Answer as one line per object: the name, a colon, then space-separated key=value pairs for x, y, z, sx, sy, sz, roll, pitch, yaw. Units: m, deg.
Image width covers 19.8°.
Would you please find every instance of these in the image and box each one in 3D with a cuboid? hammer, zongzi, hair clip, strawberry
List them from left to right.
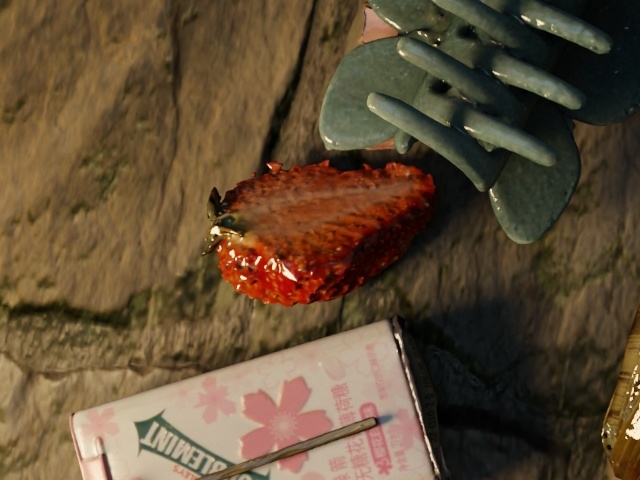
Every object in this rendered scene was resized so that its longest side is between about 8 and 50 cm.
hammer: x=-0.080 y=0.230 z=1.823 sx=0.292 sy=0.029 sz=0.058 roll=-20 pitch=80 yaw=4
strawberry: x=-0.001 y=0.005 z=1.916 sx=0.236 sy=0.106 sz=0.175 roll=6 pitch=46 yaw=10
hair clip: x=0.177 y=-0.195 z=1.789 sx=0.392 sy=0.238 sz=0.318 roll=29 pitch=83 yaw=0
zongzi: x=0.388 y=0.119 z=1.735 sx=0.134 sy=0.288 sz=0.286 roll=17 pitch=88 yaw=-15

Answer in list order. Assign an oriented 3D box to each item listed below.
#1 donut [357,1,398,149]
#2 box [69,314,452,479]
donut: x=0.096 y=-0.175 z=1.936 sx=0.117 sy=0.065 sz=0.166 roll=-1 pitch=83 yaw=11
box: x=-0.057 y=0.216 z=1.889 sx=0.370 sy=0.112 sz=0.190 roll=-16 pitch=80 yaw=6
